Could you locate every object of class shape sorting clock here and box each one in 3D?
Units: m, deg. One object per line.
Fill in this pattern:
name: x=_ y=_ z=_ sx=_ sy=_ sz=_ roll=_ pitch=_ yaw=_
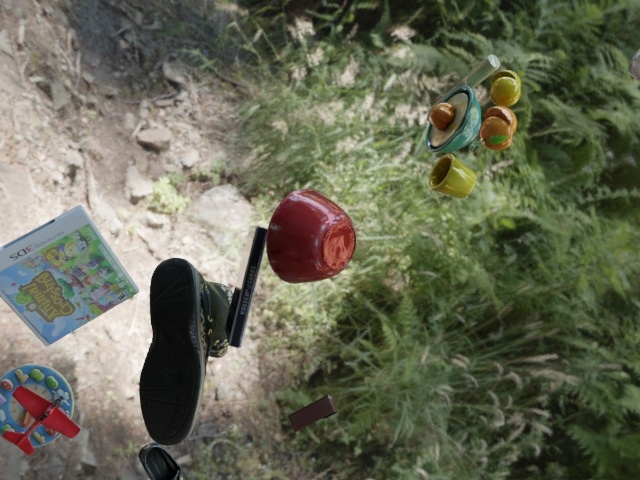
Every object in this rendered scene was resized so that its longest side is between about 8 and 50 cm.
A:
shape sorting clock: x=-0.715 y=0.409 z=1.421 sx=0.040 sy=0.206 sz=0.206 roll=-170 pitch=-123 yaw=-84

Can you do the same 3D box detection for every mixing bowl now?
mixing bowl: x=0.000 y=0.000 z=1.044 sx=0.181 sy=0.098 sz=0.182 roll=-12 pitch=107 yaw=-44

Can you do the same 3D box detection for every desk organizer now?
desk organizer: x=-0.021 y=0.478 z=1.586 sx=0.050 sy=0.130 sz=0.047 roll=63 pitch=3 yaw=22

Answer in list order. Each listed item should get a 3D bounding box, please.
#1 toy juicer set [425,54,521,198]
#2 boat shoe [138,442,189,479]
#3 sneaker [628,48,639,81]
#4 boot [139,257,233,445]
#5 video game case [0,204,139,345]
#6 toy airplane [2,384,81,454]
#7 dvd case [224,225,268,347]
toy juicer set: x=0.263 y=-0.246 z=1.049 sx=0.089 sy=0.209 sz=0.329 roll=24 pitch=41 yaw=-18
boat shoe: x=-0.232 y=0.370 z=0.883 sx=0.049 sy=0.042 sz=0.133 roll=-36 pitch=95 yaw=-30
sneaker: x=0.264 y=-0.160 z=0.315 sx=0.137 sy=0.210 sz=0.366 roll=32 pitch=34 yaw=-36
boot: x=-0.280 y=0.245 z=1.290 sx=0.284 sy=0.138 sz=0.378 roll=46 pitch=39 yaw=-74
video game case: x=-0.457 y=0.067 z=1.020 sx=0.023 sy=0.193 sz=0.213 roll=43 pitch=-21 yaw=48
toy airplane: x=-0.551 y=0.353 z=1.114 sx=0.151 sy=0.151 sz=0.028 roll=63 pitch=1 yaw=-15
dvd case: x=-0.156 y=0.088 z=1.195 sx=0.179 sy=0.029 sz=0.239 roll=-175 pitch=-81 yaw=-78
